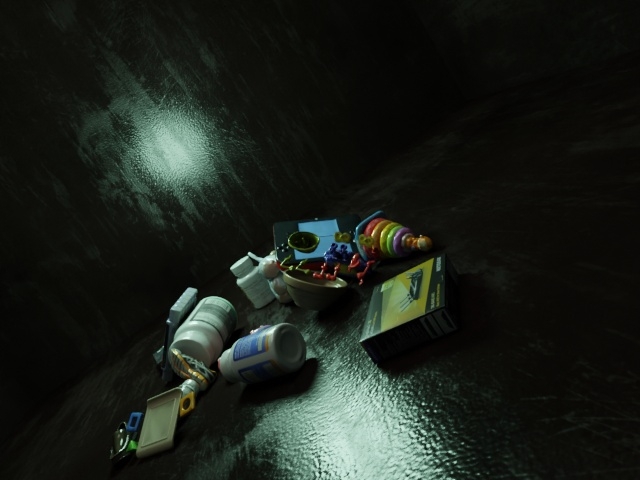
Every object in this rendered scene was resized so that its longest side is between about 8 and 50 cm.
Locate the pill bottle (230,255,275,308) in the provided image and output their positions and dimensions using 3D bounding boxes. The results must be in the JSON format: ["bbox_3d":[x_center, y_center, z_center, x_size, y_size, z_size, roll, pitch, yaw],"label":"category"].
[{"bbox_3d":[-0.315,0.194,2.401,0.131,0.229,0.131,-33,12,8],"label":"pill bottle"}]

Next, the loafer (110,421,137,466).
[{"bbox_3d":[-0.705,0.712,1.799,0.080,0.078,0.220,-36,12,-8],"label":"loafer"}]

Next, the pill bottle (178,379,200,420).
[{"bbox_3d":[-0.488,0.561,1.812,0.078,0.078,0.137,-28,14,27],"label":"pill bottle"}]

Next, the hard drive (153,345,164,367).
[{"bbox_3d":[-0.662,0.497,2.536,0.339,0.064,0.237,-40,14,-20],"label":"hard drive"}]

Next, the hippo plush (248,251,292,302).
[{"bbox_3d":[-0.134,0.120,2.246,0.237,0.234,0.294,-32,20,-11],"label":"hippo plush"}]

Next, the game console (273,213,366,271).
[{"bbox_3d":[0.000,0.000,2.145,0.387,0.060,0.342,-5,38,-4],"label":"game console"}]

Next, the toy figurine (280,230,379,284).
[{"bbox_3d":[0.061,0.099,1.909,0.363,0.217,0.191,7,65,27],"label":"toy figurine"}]

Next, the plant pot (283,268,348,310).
[{"bbox_3d":[-0.026,0.186,1.862,0.237,0.109,0.237,11,8,-2],"label":"plant pot"}]

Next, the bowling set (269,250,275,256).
[{"bbox_3d":[-0.235,0.124,2.635,0.287,0.154,0.200,-41,14,-30],"label":"bowling set"}]

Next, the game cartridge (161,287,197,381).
[{"bbox_3d":[-0.620,0.410,2.244,0.230,0.068,0.355,-60,-17,-69],"label":"game cartridge"}]

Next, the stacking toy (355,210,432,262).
[{"bbox_3d":[0.284,0.004,1.848,0.166,0.175,0.302,-35,25,-28],"label":"stacking toy"}]

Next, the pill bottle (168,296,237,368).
[{"bbox_3d":[-0.488,0.397,2.139,0.204,0.204,0.361,-31,12,16],"label":"pill bottle"}]

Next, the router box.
[{"bbox_3d":[0.247,0.175,1.381,0.243,0.081,0.309,-29,13,23],"label":"router box"}]

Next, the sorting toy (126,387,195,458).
[{"bbox_3d":[-0.519,0.604,1.689,0.348,0.047,0.196,-28,45,28],"label":"sorting toy"}]

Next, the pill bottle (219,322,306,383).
[{"bbox_3d":[-0.189,0.366,1.615,0.272,0.152,0.152,-25,15,35],"label":"pill bottle"}]

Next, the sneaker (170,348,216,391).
[{"bbox_3d":[-0.483,0.477,1.925,0.083,0.215,0.084,-30,-31,-49],"label":"sneaker"}]

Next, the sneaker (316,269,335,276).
[{"bbox_3d":[-0.001,0.129,2.164,0.235,0.094,0.153,-37,11,-13],"label":"sneaker"}]

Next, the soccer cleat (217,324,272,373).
[{"bbox_3d":[-0.257,0.405,1.859,0.248,0.083,0.095,-35,41,-25],"label":"soccer cleat"}]
